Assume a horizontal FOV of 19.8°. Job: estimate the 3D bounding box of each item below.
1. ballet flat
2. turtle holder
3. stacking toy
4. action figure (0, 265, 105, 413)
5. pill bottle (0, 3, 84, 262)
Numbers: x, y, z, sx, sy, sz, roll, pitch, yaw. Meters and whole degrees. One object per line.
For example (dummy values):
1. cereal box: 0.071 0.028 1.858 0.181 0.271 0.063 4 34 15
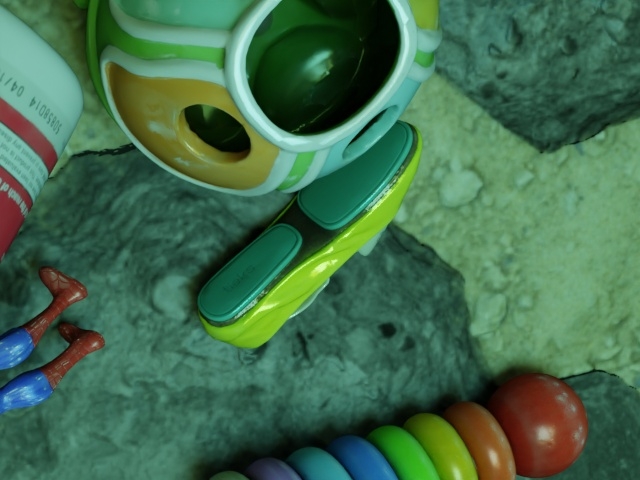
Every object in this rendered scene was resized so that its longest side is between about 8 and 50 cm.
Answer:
1. ballet flat: 0.000 0.000 1.459 0.231 0.077 0.077 -43 136 -1
2. turtle holder: -0.004 -0.164 1.316 0.320 0.227 0.243 -19 110 -14
3. stacking toy: 0.074 0.195 1.513 0.330 0.141 0.141 -23 112 -19
4. action figure: -0.302 0.126 1.348 0.280 0.139 0.091 -46 137 -36
5. pill bottle: -0.342 0.022 1.190 0.229 0.229 0.407 33 75 -25
